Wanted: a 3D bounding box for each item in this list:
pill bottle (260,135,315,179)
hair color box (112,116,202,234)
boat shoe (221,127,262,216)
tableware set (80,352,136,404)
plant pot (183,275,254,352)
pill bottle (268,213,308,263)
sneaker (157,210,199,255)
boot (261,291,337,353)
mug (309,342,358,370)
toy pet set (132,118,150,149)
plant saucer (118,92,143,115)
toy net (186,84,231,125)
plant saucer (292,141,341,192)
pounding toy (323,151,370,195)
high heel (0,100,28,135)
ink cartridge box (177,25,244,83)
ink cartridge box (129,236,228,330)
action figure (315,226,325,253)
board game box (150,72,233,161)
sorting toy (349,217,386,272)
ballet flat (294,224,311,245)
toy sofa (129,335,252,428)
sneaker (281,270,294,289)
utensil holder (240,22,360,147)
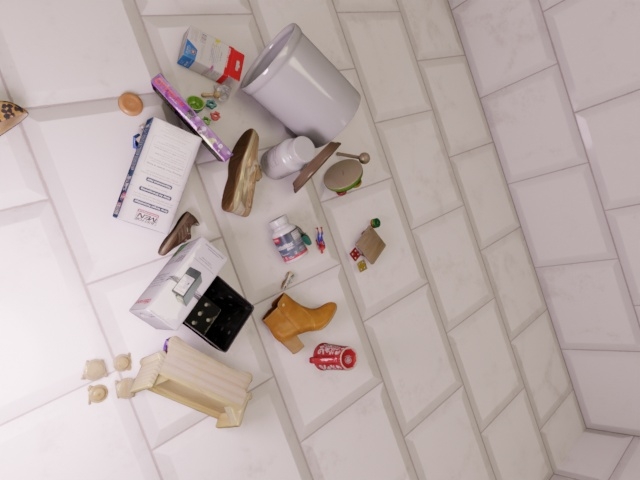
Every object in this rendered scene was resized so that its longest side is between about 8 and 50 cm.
[{"bbox_3d":[-0.127,-0.330,1.859,0.131,0.229,0.131,8,77,-36],"label":"pill bottle"},{"bbox_3d":[-0.541,-0.211,1.554,0.174,0.105,0.347,21,84,-33],"label":"hair color box"},{"bbox_3d":[-0.288,-0.261,1.806,0.110,0.122,0.341,19,80,-37],"label":"boat shoe"},{"bbox_3d":[-0.652,0.430,1.456,0.169,0.020,0.141,-2,84,-38],"label":"tableware set"},{"bbox_3d":[-0.378,0.252,1.599,0.187,0.167,0.188,45,57,-24],"label":"plant pot"},{"bbox_3d":[-0.133,-0.007,1.871,0.108,0.108,0.180,-34,101,-36],"label":"pill bottle"},{"bbox_3d":[-0.488,-0.013,1.633,0.071,0.066,0.188,41,60,-25],"label":"sneaker"},{"bbox_3d":[-0.079,0.281,1.860,0.295,0.104,0.211,-43,108,-30],"label":"boot"},{"bbox_3d":[0.051,0.480,1.876,0.150,0.169,0.113,-34,103,-36],"label":"mug"},{"bbox_3d":[-0.599,-0.345,1.633,0.122,0.065,0.114,56,20,-18],"label":"toy pet set"},{"bbox_3d":[-0.658,-0.475,1.627,0.084,0.013,0.083,8,76,-35],"label":"plant saucer"},{"bbox_3d":[-0.404,-0.535,1.788,0.122,0.045,0.232,39,56,0],"label":"toy net"},{"bbox_3d":[-0.022,-0.305,1.914,0.041,0.278,0.278,43,58,-4],"label":"plant saucer"},{"bbox_3d":[0.125,-0.282,2.101,0.110,0.183,0.236,59,46,-44],"label":"pounding toy"},{"bbox_3d":[-0.928,-0.282,1.335,0.186,0.093,0.261,-8,77,-31],"label":"high heel"},{"bbox_3d":[-0.420,-0.703,1.808,0.231,0.078,0.134,19,71,-33],"label":"ink cartridge box"},{"bbox_3d":[-0.464,0.145,1.531,0.121,0.211,0.289,44,60,-22],"label":"ink cartridge box"},{"bbox_3d":[0.000,0.000,2.019,0.038,0.030,0.115,-9,91,-32],"label":"action figure"},{"bbox_3d":[-0.453,-0.421,1.651,0.056,0.208,0.347,-42,110,-2],"label":"board game box"},{"bbox_3d":[0.219,0.028,2.164,0.132,0.046,0.274,50,56,-19],"label":"sorting toy"},{"bbox_3d":[-0.075,-0.027,1.963,0.114,0.041,0.041,41,60,-25],"label":"ballet flat"},{"bbox_3d":[-0.412,0.472,1.543,0.363,0.150,0.177,35,49,-27],"label":"toy sofa"},{"bbox_3d":[-0.129,0.166,1.888,0.037,0.032,0.083,38,62,-25],"label":"sneaker"},{"bbox_3d":[-0.071,-0.614,1.899,0.385,0.328,0.327,36,62,-27],"label":"utensil holder"}]
